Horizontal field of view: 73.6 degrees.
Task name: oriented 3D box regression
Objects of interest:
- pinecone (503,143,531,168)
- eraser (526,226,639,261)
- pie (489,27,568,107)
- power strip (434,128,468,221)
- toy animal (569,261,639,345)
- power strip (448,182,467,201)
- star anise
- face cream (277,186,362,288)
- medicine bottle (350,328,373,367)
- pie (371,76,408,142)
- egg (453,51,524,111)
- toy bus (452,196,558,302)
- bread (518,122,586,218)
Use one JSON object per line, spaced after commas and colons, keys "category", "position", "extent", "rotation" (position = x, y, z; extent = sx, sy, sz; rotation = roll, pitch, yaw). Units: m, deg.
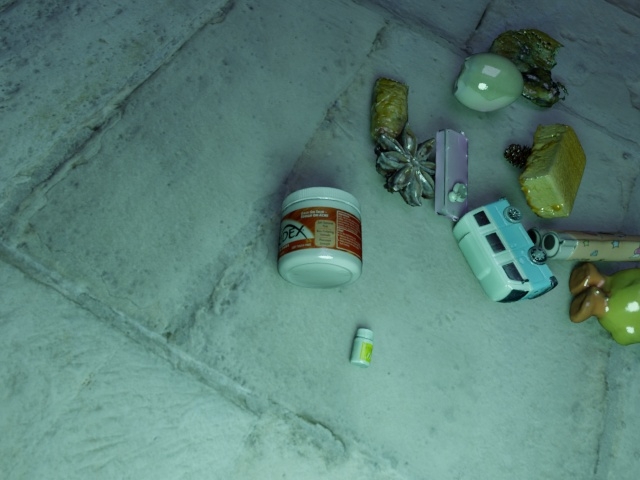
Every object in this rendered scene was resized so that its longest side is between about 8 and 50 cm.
{"category": "pinecone", "position": [0.628, -0.271, 1.363], "extent": [0.083, 0.077, 0.077], "rotation": [21, 61, 19]}
{"category": "eraser", "position": [0.752, 0.012, 1.211], "extent": [0.291, 0.171, 0.087], "rotation": [1, 97, -11]}
{"category": "pie", "position": [0.758, -0.648, 1.569], "extent": [0.297, 0.078, 0.371], "rotation": [13, 64, -4]}
{"category": "power strip", "position": [0.380, -0.189, 1.236], "extent": [0.109, 0.038, 0.278], "rotation": [12, 77, -34]}
{"category": "toy animal", "position": [0.851, 0.176, 1.122], "extent": [0.339, 0.191, 0.216], "rotation": [24, 48, 4]}
{"category": "power strip", "position": [0.388, -0.132, 1.188], "extent": [0.083, 0.035, 0.055], "rotation": [-28, 101, -38]}
{"category": "star anise", "position": [0.244, -0.210, 1.229], "extent": [0.223, 0.109, 0.235], "rotation": [-23, 93, -29]}
{"category": "face cream", "position": [0.000, 0.000, 1.030], "extent": [0.201, 0.201, 0.187], "rotation": [6, 64, -9]}
{"category": "medicine bottle", "position": [0.100, 0.255, 1.014], "extent": [0.047, 0.047, 0.083], "rotation": [17, 64, -3]}
{"category": "pie", "position": [0.222, -0.417, 1.353], "extent": [0.129, 0.068, 0.282], "rotation": [13, 59, -6]}
{"category": "egg", "position": [0.555, -0.512, 1.400], "extent": [0.217, 0.183, 0.183], "rotation": [17, 62, 4]}
{"category": "toy bus", "position": [0.482, 0.038, 1.152], "extent": [0.165, 0.133, 0.271], "rotation": [-16, 66, -13]}
{"category": "bread", "position": [0.699, -0.211, 1.292], "extent": [0.184, 0.114, 0.274], "rotation": [48, 57, -25]}
